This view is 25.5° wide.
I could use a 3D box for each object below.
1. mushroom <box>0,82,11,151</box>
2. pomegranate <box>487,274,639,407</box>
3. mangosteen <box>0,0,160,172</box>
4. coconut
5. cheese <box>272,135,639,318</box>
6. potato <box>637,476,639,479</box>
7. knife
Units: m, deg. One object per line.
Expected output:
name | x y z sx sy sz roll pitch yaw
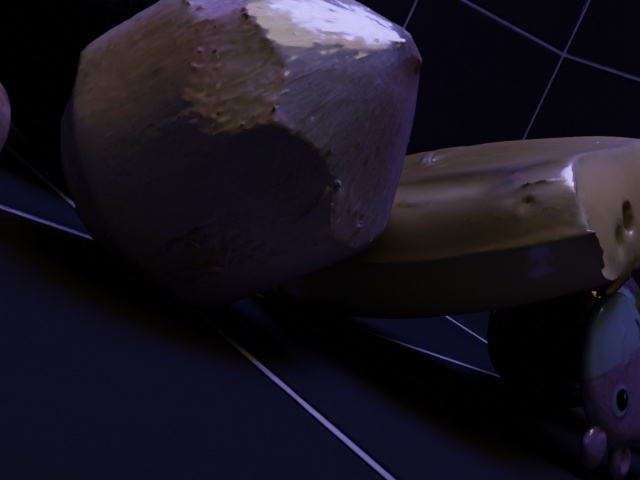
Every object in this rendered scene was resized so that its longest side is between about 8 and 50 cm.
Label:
mushroom | -0.258 -0.092 0.818 0.166 0.127 0.166 29 0 0
pomegranate | 0.220 0.086 1.182 0.169 0.148 0.148 39 10 15
mangosteen | -0.136 -0.166 1.254 0.330 0.330 0.330 25 6 -3
coconut | -0.044 -0.074 0.923 0.234 0.224 0.224 -18 -19 30
cheese | 0.098 -0.009 1.074 0.316 0.128 0.260 -11 0 34
potato | 0.197 0.152 0.690 0.089 0.100 0.172 31 4 7
knife | 0.296 0.135 1.110 0.038 0.132 0.399 3 -12 36
